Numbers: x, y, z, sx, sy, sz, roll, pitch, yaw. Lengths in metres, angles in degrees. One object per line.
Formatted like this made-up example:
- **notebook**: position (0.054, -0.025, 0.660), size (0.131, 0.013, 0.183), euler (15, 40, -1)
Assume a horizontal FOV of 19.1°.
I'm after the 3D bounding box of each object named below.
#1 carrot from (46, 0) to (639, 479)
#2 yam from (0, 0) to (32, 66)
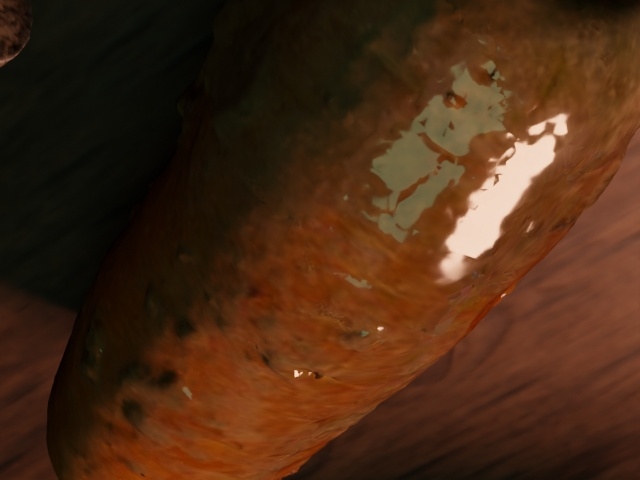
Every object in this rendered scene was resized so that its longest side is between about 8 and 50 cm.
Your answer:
- **carrot**: position (0.000, 0.000, 0.668), size (0.138, 0.139, 0.302), euler (21, 133, -14)
- **yam**: position (-0.175, -0.066, 0.657), size (0.141, 0.079, 0.079), euler (-22, 127, 21)
